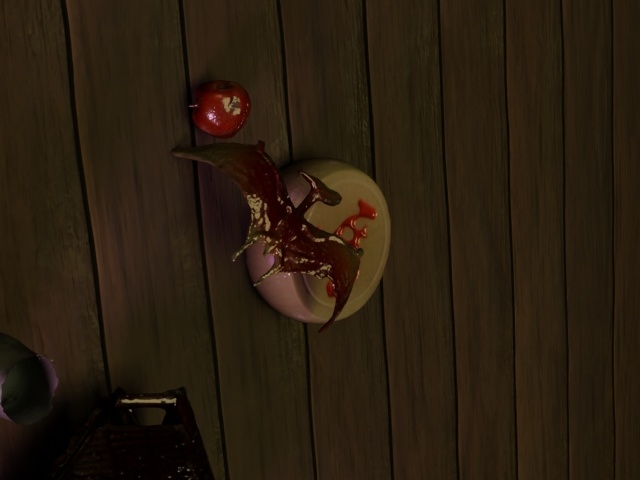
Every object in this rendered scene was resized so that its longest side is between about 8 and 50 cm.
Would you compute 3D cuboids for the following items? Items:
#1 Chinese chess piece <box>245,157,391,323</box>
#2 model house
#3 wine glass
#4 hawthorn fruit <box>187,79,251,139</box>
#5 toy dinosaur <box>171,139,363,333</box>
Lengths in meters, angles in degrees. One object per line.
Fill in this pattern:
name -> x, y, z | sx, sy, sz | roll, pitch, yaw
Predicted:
Chinese chess piece -> 0.000, 0.000, 1.933 | 0.273, 0.102, 0.273 | -11, 105, -46
model house -> -0.305, 0.396, 1.638 | 0.283, 0.297, 0.317 | -5, 138, -37
wine glass -> -0.401, 0.155, 1.439 | 0.103, 0.222, 0.103 | -12, 108, -43
hawthorn fruit -> -0.148, -0.194, 1.755 | 0.093, 0.093, 0.093 | -12, 107, -46
toy dinosaur -> -0.074, -0.019, 1.763 | 0.327, 0.113, 0.206 | 25, 64, -27
